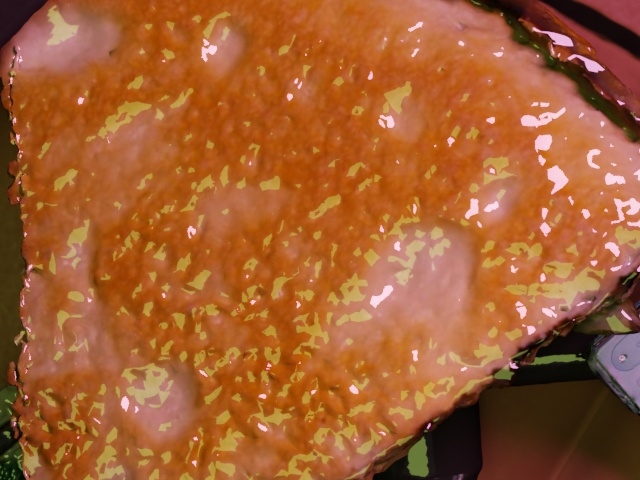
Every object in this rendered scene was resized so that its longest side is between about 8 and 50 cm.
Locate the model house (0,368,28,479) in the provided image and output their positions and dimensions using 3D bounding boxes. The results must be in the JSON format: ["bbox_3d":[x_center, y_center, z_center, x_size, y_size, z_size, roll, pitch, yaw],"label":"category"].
[{"bbox_3d":[-0.149,0.117,1.008,0.100,0.088,0.101,-38,90,11],"label":"model house"}]

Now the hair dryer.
[{"bbox_3d":[0.144,0.082,0.978,0.248,0.070,0.114,-5,91,1],"label":"hair dryer"}]

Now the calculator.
[{"bbox_3d":[0.217,0.104,0.950,0.057,0.018,0.172,-42,107,5],"label":"calculator"}]

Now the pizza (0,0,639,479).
[{"bbox_3d":[0.013,-0.030,0.926,0.391,0.080,0.435,-9,77,11],"label":"pizza"}]

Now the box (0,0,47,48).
[{"bbox_3d":[-0.176,-0.236,0.958,0.350,0.058,0.211,-46,51,9],"label":"box"}]
